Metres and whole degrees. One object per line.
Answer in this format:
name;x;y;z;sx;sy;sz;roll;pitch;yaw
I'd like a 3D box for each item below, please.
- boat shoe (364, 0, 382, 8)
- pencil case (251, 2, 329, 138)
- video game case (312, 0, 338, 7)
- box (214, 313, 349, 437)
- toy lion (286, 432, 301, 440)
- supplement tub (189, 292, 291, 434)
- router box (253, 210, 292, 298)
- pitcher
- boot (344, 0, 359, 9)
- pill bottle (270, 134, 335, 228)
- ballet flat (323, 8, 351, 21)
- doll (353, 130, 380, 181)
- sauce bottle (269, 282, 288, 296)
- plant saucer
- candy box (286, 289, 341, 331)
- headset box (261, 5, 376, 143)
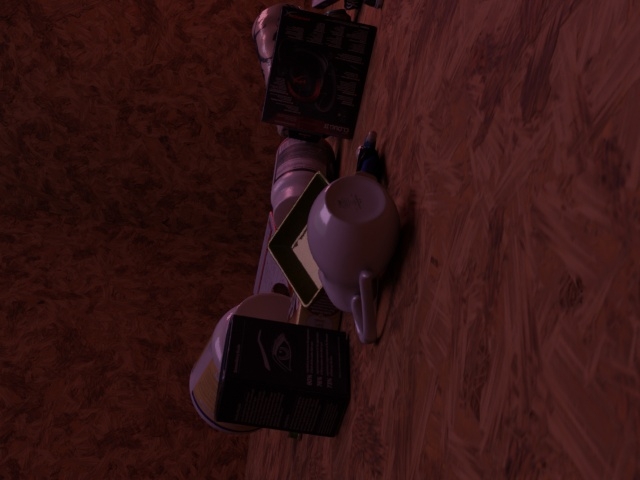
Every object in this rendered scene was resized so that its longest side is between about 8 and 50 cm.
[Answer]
boat shoe;0.125;-0.582;1.520;0.049;0.040;0.142;124;155;-75
pencil case;-0.071;-0.474;1.912;0.160;0.184;0.410;92;163;-64
video game case;0.026;-0.775;1.944;0.232;0.042;0.210;-133;49;-73
box;-0.064;0.224;1.148;0.153;0.207;0.108;-89;11;-54
toy lion;-0.047;0.388;1.560;0.096;0.034;0.100;-77;1;-55
supplement tub;-0.157;0.289;1.606;0.331;0.241;0.241;125;157;-49
router box;-0.097;0.143;1.826;0.335;0.082;0.301;106;156;-43
pitcher;0.051;0.029;0.942;0.207;0.125;0.177;92;162;-53
boot;0.095;-0.679;1.899;0.190;0.069;0.086;-88;-3;-66
pill bottle;-0.043;-0.139;1.756;0.283;0.161;0.161;-88;10;-51
ballet flat;0.041;-0.614;2.110;0.342;0.116;0.124;-137;37;-80
doll;0.079;-0.124;1.167;0.189;0.046;0.129;-79;-8;-64
sauce bottle;-0.110;0.150;1.651;0.128;0.042;0.042;116;164;-51
plant saucer;0.000;0.000;1.251;0.188;0.045;0.188;-54;44;19
candy box;-0.006;0.089;1.387;0.183;0.088;0.316;140;141;-78
headset box;-0.012;-0.374;1.603;0.110;0.218;0.293;-96;17;-73
